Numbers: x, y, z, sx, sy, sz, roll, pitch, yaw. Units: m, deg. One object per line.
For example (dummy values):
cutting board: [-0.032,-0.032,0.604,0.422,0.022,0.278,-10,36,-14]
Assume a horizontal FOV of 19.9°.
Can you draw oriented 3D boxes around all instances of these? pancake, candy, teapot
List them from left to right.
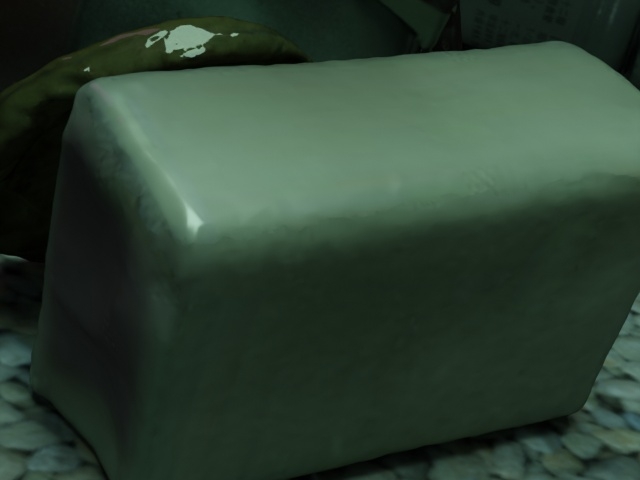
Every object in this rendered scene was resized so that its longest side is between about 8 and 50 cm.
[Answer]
pancake: [-0.102,-0.059,1.083,0.241,0.242,0.050,-3,62,-28]
teapot: [-0.043,-0.172,1.227,0.312,0.315,0.233,18,54,-6]
candy: [0.024,0.013,1.032,0.358,0.208,0.145,-7,37,-34]

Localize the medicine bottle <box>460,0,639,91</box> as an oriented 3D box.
medicine bottle: [0.253,-0.247,1.536,0.306,0.245,0.245,21,30,7]
